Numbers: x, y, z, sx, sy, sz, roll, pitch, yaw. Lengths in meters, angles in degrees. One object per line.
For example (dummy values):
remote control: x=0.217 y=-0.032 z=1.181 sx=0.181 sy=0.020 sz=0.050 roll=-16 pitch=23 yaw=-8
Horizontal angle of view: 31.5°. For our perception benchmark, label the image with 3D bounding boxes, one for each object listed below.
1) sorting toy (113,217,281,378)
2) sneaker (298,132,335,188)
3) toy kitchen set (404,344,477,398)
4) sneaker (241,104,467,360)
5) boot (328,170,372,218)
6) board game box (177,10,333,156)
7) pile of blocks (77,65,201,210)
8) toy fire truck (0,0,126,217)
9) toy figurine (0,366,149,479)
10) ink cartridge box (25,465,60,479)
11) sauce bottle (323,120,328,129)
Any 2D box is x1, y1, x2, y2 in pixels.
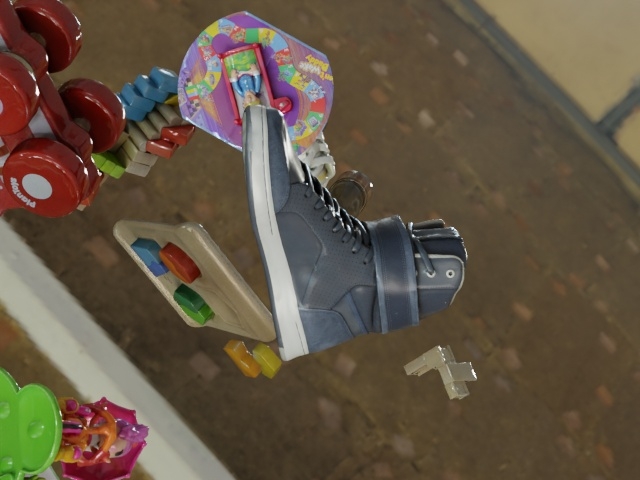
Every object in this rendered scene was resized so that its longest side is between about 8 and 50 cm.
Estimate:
sorting toy: x=-0.155 y=0.094 z=1.598 sx=0.041 sy=0.229 sz=0.307 roll=-48 pitch=-65 yaw=-25
sneaker: x=-0.026 y=-0.114 z=1.362 sx=0.092 sy=0.229 sz=0.087 roll=30 pitch=-134 yaw=28
toy kitchen set: x=0.191 y=0.216 z=1.773 sx=0.068 sy=0.075 sz=0.083 roll=6 pitch=-124 yaw=-50
sneaker: x=0.027 y=-0.017 z=0.891 sx=0.163 sy=0.226 sz=0.086 roll=-11 pitch=-146 yaw=1
boot: x=0.000 y=0.000 z=1.704 sx=0.082 sy=0.219 sz=0.106 roll=29 pitch=-141 yaw=5
board game box: x=-0.071 y=-0.161 z=1.195 sx=0.168 sy=0.133 sz=0.033 roll=30 pitch=-173 yaw=4
pile of blocks: x=-0.289 y=-0.172 z=1.797 sx=0.112 sy=0.362 sz=0.149 roll=49 pitch=170 yaw=40
toy fire truck: x=-0.405 y=-0.157 z=1.391 sx=0.169 sy=0.254 sz=0.302 roll=-72 pitch=-33 yaw=-46
toy figurine: x=-0.215 y=0.169 z=0.985 sx=0.159 sy=0.173 sz=0.130 roll=9 pitch=-113 yaw=-48
ink cartridge box: x=-0.361 y=0.276 z=1.100 sx=0.160 sy=0.219 sz=0.092 roll=51 pitch=-161 yaw=20
sauce bottle: x=-0.051 y=-0.164 z=1.447 sx=0.128 sy=0.042 sz=0.042 roll=10 pitch=-160 yaw=30
